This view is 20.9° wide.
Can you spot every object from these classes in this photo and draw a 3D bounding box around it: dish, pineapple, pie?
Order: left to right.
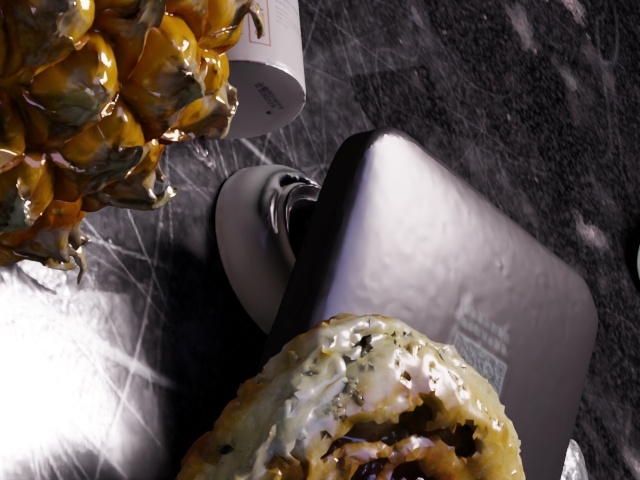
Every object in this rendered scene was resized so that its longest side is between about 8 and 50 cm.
[{"bbox_3d":[-0.101,-0.101,0.943,0.209,0.286,0.344,55,34,-16],"label":"pineapple"},{"bbox_3d":[0.000,0.000,1.220,0.141,0.078,0.141,35,42,-39],"label":"dish"},{"bbox_3d":[0.029,0.182,1.030,0.308,0.085,0.308,0,90,-38],"label":"pie"}]

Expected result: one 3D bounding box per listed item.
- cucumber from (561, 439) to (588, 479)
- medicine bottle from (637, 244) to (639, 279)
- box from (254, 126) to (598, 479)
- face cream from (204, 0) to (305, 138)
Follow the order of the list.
[{"bbox_3d":[0.188,0.217,1.369,0.064,0.064,0.112,20,53,-49],"label":"cucumber"},{"bbox_3d":[0.415,-0.012,1.784,0.139,0.139,0.225,59,33,-11],"label":"medicine bottle"},{"bbox_3d":[0.074,0.103,1.186,0.290,0.073,0.289,35,64,-40],"label":"box"},{"bbox_3d":[-0.065,-0.186,1.231,0.096,0.096,0.214,29,47,-44],"label":"face cream"}]
